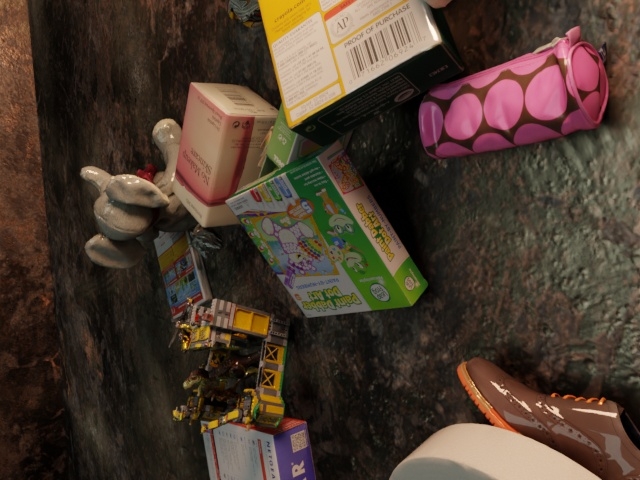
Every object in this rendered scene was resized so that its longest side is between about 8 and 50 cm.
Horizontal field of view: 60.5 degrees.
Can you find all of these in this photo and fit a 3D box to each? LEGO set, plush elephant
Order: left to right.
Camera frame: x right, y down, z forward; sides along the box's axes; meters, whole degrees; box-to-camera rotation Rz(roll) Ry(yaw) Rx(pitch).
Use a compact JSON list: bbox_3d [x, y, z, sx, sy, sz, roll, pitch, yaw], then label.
[{"bbox_3d":[-0.396,-0.085,1.193,0.330,0.255,0.272,51,117,25],"label":"plush elephant"},{"bbox_3d":[-0.214,0.237,1.053,0.331,0.192,0.254,-9,65,55],"label":"LEGO set"}]

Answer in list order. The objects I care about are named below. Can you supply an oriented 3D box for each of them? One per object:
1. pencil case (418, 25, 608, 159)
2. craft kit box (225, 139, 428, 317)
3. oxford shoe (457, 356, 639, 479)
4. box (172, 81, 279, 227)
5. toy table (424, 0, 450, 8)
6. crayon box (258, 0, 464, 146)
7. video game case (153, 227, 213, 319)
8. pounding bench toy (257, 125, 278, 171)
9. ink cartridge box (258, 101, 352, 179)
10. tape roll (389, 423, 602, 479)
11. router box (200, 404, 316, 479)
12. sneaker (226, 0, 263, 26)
[{"bbox_3d":[0.202,-0.153,0.609,0.209,0.095,0.098,-8,121,50],"label":"pencil case"},{"bbox_3d":[0.000,0.000,0.828,0.250,0.061,0.246,-17,114,51],"label":"craft kit box"},{"bbox_3d":[0.275,0.200,0.599,0.271,0.097,0.098,36,104,35],"label":"oxford shoe"},{"bbox_3d":[-0.180,-0.162,1.042,0.148,0.127,0.232,43,127,37],"label":"box"},{"bbox_3d":[0.134,-0.382,0.548,0.161,0.252,0.274,-27,62,33],"label":"toy table"},{"bbox_3d":[0.028,-0.309,0.690,0.203,0.083,0.322,-24,70,28],"label":"crayon box"},{"bbox_3d":[-0.357,0.038,1.375,0.204,0.025,0.285,-30,73,49],"label":"video game case"},{"bbox_3d":[-0.060,-0.151,0.962,0.052,0.083,0.065,-51,27,39],"label":"pounding bench toy"},{"bbox_3d":[-0.015,-0.161,0.854,0.062,0.109,0.209,49,131,35],"label":"ink cartridge box"},{"bbox_3d":[0.236,0.390,0.603,0.392,0.072,0.392,33,137,37],"label":"tape roll"},{"bbox_3d":[-0.121,0.531,1.131,0.301,0.082,0.335,-10,88,51],"label":"router box"},{"bbox_3d":[-0.095,-0.412,0.938,0.225,0.088,0.092,36,128,52],"label":"sneaker"}]
